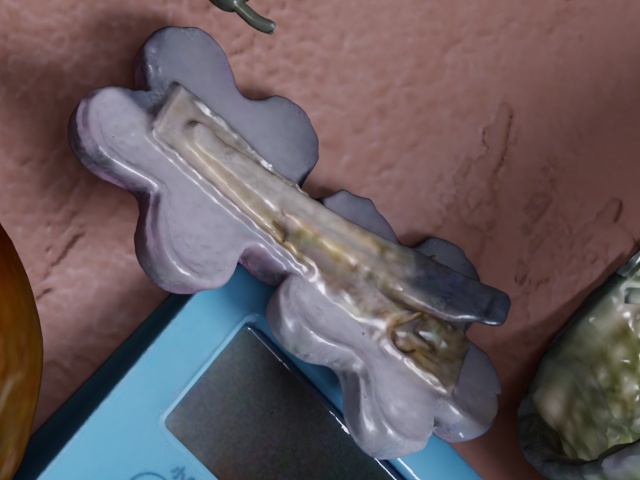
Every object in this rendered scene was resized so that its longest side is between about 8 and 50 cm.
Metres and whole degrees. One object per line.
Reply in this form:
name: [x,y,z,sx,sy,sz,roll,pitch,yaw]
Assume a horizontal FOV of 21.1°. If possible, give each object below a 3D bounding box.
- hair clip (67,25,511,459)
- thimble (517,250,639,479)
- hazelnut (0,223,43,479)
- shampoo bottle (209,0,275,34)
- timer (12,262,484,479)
hair clip: [-0.005,0.003,0.815,0.257,0.075,0.146,35,48,-10]
thimble: [0.236,0.072,0.815,0.271,0.271,0.150,-42,100,-12]
hazelnut: [-0.222,0.068,0.702,0.217,0.217,0.251,50,50,-12]
shampoo bottle: [0.004,-0.171,0.830,0.162,0.079,0.079,-43,102,-11]
timer: [-0.037,0.160,0.822,0.232,0.091,0.250,45,73,-12]
